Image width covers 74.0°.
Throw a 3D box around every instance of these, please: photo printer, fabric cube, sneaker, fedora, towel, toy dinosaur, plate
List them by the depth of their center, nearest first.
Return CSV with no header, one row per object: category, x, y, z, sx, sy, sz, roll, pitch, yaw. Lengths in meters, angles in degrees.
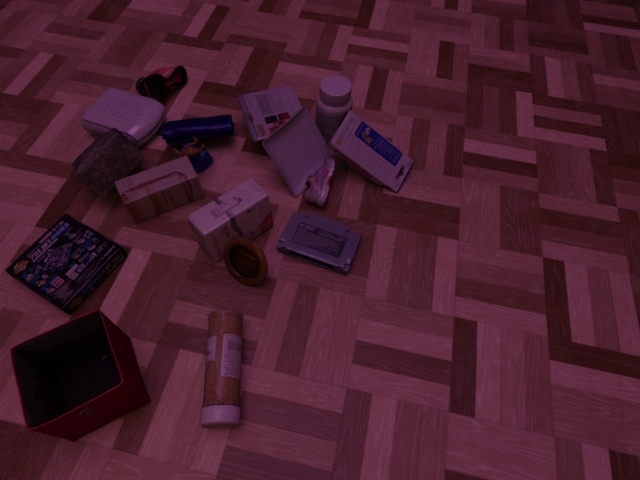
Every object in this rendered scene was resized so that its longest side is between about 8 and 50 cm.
fabric cube,-0.702,0.408,1.269,0.254,0.258,0.259,-25,62,-17
fedora,-0.265,0.069,1.575,0.194,0.194,0.079,28,26,15
toy dinosaur,-0.521,-0.368,1.741,0.211,0.064,0.112,5,50,38
sneaker,-0.004,-0.260,1.794,0.111,0.103,0.252,13,58,4
plate,-0.095,-0.375,1.800,0.045,0.278,0.277,11,51,50
towel,-0.544,-0.499,1.909,0.308,0.076,0.228,-8,27,-7
photo printer,-0.884,-0.561,1.944,0.307,0.107,0.256,18,59,8
sneaker,-0.793,-0.769,2.066,0.136,0.116,0.314,12,37,24

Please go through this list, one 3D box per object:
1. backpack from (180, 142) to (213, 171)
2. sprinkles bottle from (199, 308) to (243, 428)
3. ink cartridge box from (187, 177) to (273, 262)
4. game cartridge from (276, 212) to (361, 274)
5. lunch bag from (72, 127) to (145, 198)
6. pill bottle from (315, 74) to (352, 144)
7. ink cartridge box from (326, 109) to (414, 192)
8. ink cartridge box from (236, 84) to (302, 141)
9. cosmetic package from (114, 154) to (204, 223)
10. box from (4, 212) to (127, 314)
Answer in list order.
backpack,-0.548,-0.365,1.841,0.120,0.098,0.101,29,75,13
sprinkles bottle,-0.312,0.406,1.364,0.121,0.121,0.356,-2,58,-3
ink cartridge box,-0.331,-0.073,1.606,0.283,0.207,0.117,-36,64,-21
game cartridge,0.000,0.000,1.665,0.297,0.062,0.198,19,56,10
lunch bag,-0.871,-0.332,1.734,0.235,0.169,0.287,-46,39,-5
pill bottle,0.059,-0.570,1.880,0.160,0.283,0.161,1,59,-1
ink cartridge box,0.217,-0.371,1.814,0.370,0.069,0.176,33,77,-15
ink cartridge box,-0.214,-0.542,1.942,0.271,0.130,0.310,-15,60,-13
cosmetic package,-0.640,-0.205,1.710,0.296,0.153,0.129,-26,64,-15
box,-0.933,0.079,1.571,0.293,0.073,0.296,26,61,14
